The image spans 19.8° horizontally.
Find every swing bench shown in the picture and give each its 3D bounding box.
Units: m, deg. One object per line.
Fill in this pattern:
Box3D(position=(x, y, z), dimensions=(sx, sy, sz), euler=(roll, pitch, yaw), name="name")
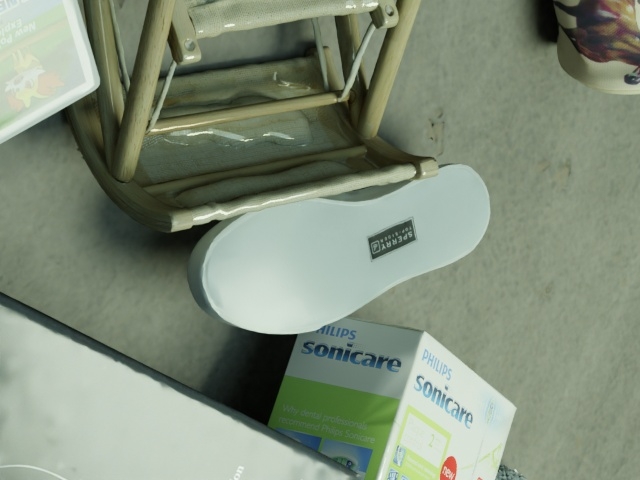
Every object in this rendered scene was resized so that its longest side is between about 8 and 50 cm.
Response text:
Box3D(position=(-0.049, -0.158, 1.373), dimensions=(0.253, 0.165, 0.255), euler=(-12, 115, -38), name="swing bench")

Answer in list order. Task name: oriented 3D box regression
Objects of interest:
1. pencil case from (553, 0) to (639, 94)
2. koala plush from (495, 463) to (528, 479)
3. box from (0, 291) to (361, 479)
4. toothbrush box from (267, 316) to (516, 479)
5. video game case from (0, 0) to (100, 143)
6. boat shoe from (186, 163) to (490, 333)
Box3D(position=(0.268, -0.329, 1.570), dimensions=(0.160, 0.183, 0.410), euler=(-27, 119, -31), name="pencil case")
Box3D(position=(0.147, 0.300, 1.662), dimensions=(0.196, 0.203, 0.221), euler=(36, 55, -54), name="koala plush")
Box3D(position=(-0.217, 0.205, 1.301), dimensions=(0.395, 0.212, 0.293), euler=(33, 81, -41), name="box")
Box3D(position=(0.037, 0.228, 1.511), dimensions=(0.206, 0.122, 0.283), euler=(41, 62, -54), name="toothbrush box")
Box3D(position=(-0.305, -0.145, 1.100), dimensions=(0.329, 0.036, 0.300), euler=(-33, 132, -25), name="video game case")
Box3D(position=(0.000, -0.004, 1.491), dimensions=(0.306, 0.105, 0.113), euler=(-24, 109, -39), name="boat shoe")
